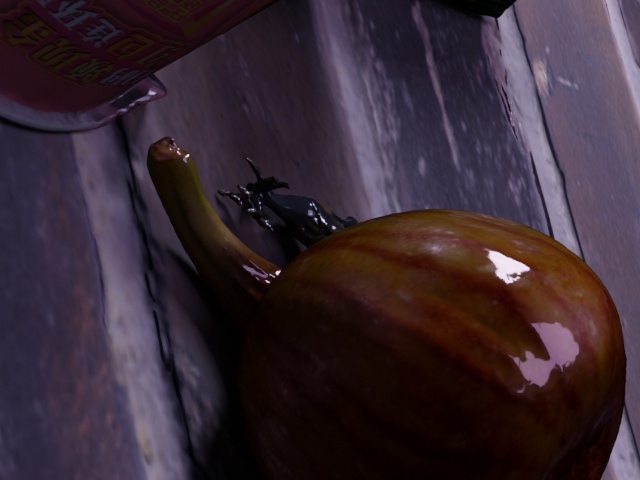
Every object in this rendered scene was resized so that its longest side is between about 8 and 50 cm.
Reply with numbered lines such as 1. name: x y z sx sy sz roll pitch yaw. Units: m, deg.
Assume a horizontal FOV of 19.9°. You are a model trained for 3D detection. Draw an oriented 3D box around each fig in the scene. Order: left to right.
1. fig: 0.024 0.053 0.779 0.175 0.207 0.175 -44 147 -39

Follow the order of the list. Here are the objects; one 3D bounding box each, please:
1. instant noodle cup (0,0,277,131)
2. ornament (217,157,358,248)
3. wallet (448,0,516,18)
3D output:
1. instant noodle cup: -0.039 -0.187 0.690 0.244 0.255 0.244 40 41 -46
2. ornament: 0.000 0.000 0.852 0.073 0.028 0.125 50 10 33
3. wallet: 0.101 -0.216 1.078 0.055 0.160 0.236 46 17 28
